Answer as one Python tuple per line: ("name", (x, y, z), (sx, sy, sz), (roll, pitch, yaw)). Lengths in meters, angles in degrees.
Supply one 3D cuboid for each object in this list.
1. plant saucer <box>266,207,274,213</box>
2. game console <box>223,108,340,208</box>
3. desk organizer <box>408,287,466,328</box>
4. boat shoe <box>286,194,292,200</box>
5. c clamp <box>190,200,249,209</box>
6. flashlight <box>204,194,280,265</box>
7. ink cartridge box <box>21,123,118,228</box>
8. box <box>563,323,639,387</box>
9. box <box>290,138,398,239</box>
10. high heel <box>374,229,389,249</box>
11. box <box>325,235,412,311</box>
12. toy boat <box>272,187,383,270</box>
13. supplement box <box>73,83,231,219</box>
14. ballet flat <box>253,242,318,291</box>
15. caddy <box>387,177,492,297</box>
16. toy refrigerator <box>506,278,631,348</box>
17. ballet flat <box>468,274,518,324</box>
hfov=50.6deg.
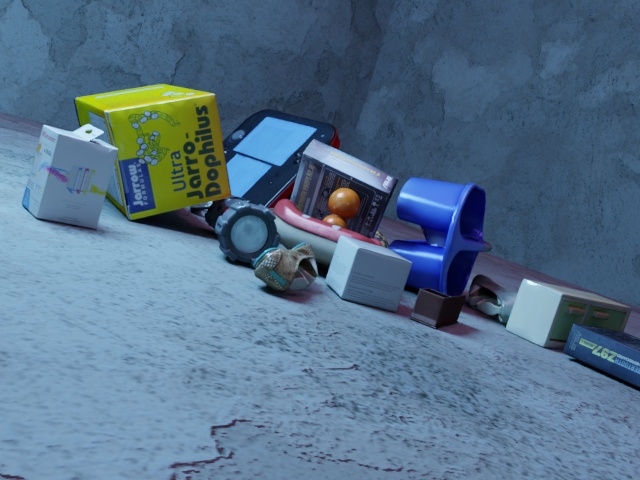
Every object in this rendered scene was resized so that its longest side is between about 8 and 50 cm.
("plant saucer", (-0.154, -0.052, 1.477), (0.168, 0.029, 0.168), (-1, 5, 0))
("game console", (-0.163, -0.210, 1.793), (0.386, 0.342, 0.060), (24, -30, 47))
("desk organizer", (0.194, 0.107, 1.106), (0.047, 0.050, 0.130), (21, 7, 26))
("boat shoe", (-0.131, -0.087, 1.759), (0.302, 0.109, 0.098), (22, -31, 46))
("c clamp", (-0.234, -0.086, 1.560), (0.137, 0.022, 0.160), (-4, 7, -5))
("flashlight", (-0.152, -0.029, 1.200), (0.103, 0.103, 0.304), (42, -6, -19))
("ink cartridge box", (-0.367, -0.103, 0.997), (0.090, 0.143, 0.092), (12, 8, -39))
("box", (0.552, 0.208, 1.155), (0.233, 0.059, 0.183), (12, 8, -45))
("box", (0.032, -0.065, 1.347), (0.183, 0.231, 0.056), (26, 46, 8))
("high heel", (0.126, 0.000, 1.824), (0.186, 0.093, 0.261), (37, 3, 14))
("box", (0.076, 0.052, 1.101), (0.102, 0.087, 0.101), (15, 7, -17))
("toy boat", (0.023, -0.027, 1.246), (0.231, 0.151, 0.151), (20, -12, 20))
("supplement box", (-0.334, -0.187, 1.313), (0.195, 0.194, 0.356), (-16, 21, -24))
("ballet flat", (-0.042, 0.046, 1.021), (0.067, 0.073, 0.206), (46, 15, 8))
("caddy", (0.265, -0.002, 1.408), (0.179, 0.241, 0.341), (13, 5, 21))
("toy refrigerator", (0.478, 0.149, 1.281), (0.269, 0.102, 0.094), (13, 8, -40))
("ballet flat", (0.335, 0.116, 1.360), (0.068, 0.072, 0.213), (-16, 12, -12))
